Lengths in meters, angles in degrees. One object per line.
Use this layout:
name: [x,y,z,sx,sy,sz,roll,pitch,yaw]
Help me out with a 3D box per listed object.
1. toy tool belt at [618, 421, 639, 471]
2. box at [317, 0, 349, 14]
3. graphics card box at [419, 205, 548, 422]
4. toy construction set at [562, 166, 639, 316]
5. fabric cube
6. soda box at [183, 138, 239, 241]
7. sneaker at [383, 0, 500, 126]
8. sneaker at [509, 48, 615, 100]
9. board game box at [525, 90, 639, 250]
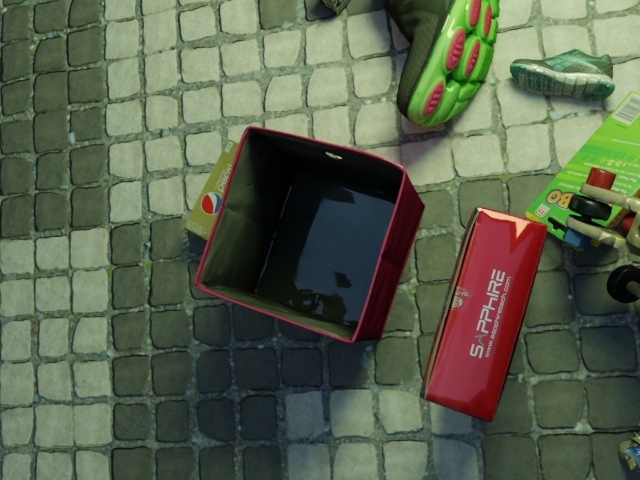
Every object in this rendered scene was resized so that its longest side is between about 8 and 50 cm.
toy tool belt: [0.482,0.303,0.963,0.052,0.051,0.083,40,93,16]
box: [0.057,-0.500,1.173,0.054,0.059,0.169,37,93,15]
graphics card box: [0.228,0.103,0.890,0.094,0.371,0.233,16,86,16]
toy construction set: [0.508,-0.028,0.845,0.257,0.237,0.309,35,99,-17]
fabric cube: [0.000,0.000,1.022,0.254,0.258,0.259,17,88,17]
soda box: [-0.174,-0.086,1.179,0.058,0.061,0.181,28,90,16]
sneaker: [0.186,-0.418,1.093,0.202,0.185,0.483,3,80,33]
sneaker: [0.397,-0.280,1.065,0.166,0.065,0.076,14,70,13]
board game box: [0.447,-0.105,1.007,0.259,0.039,0.124,-48,45,3]
